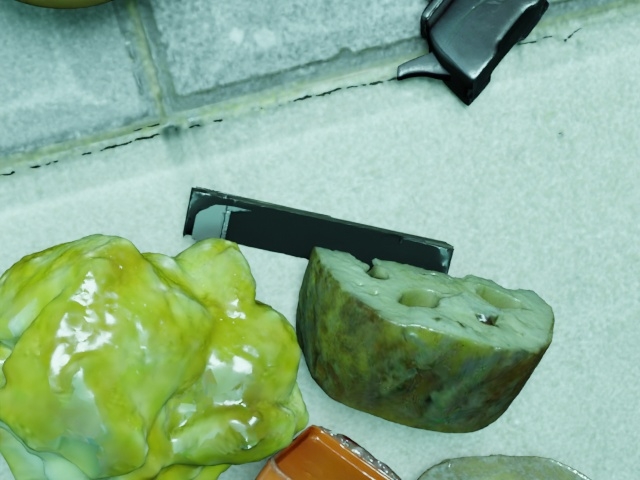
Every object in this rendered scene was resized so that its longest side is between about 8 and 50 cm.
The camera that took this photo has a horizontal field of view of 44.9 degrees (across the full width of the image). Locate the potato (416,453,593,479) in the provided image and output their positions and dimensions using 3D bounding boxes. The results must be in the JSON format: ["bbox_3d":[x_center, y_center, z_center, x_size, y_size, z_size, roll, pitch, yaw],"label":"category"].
[{"bbox_3d":[0.162,0.286,0.804,0.261,0.100,0.120,-7,139,-23],"label":"potato"}]

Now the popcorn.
[{"bbox_3d":[-0.151,0.107,0.638,0.276,0.225,0.276,-21,144,-17],"label":"popcorn"}]

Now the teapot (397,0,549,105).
[{"bbox_3d":[0.139,-0.207,0.713,0.096,0.087,0.177,40,91,10],"label":"teapot"}]

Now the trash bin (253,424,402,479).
[{"bbox_3d":[-0.022,0.305,0.682,0.184,0.161,0.238,34,105,15],"label":"trash bin"}]

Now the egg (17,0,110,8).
[{"bbox_3d":[-0.165,-0.325,0.552,0.250,0.250,0.322,22,104,-12],"label":"egg"}]

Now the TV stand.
[{"bbox_3d":[0.000,0.000,0.738,0.257,0.040,0.049,12,97,-12],"label":"TV stand"}]

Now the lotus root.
[{"bbox_3d":[0.093,0.093,0.708,0.235,0.138,0.119,14,115,-6],"label":"lotus root"}]
